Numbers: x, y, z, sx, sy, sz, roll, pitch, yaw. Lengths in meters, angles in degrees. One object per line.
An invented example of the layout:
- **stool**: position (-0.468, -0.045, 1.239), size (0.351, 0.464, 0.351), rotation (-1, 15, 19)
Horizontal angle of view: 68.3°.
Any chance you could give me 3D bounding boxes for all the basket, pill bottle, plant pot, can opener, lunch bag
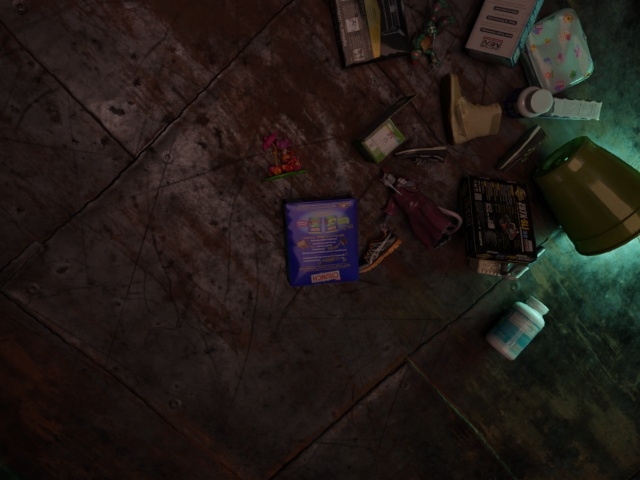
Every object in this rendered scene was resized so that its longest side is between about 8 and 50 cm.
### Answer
- **basket**: position (0.670, 0.048, 1.895), size (0.103, 0.113, 0.167), rotation (5, 103, -6)
- **pill bottle**: position (0.760, -0.508, 1.737), size (0.111, 0.187, 0.112), rotation (-2, 103, -8)
- **plant pot**: position (1.019, -0.194, 1.790), size (0.366, 0.366, 0.353), rotation (-44, 94, 3)
- **can opener**: position (0.800, 0.069, 1.866), size (0.283, 0.076, 0.095), rotation (-29, 122, -35)
- **pill bottle**: position (0.826, 0.360, 1.972), size (0.146, 0.146, 0.264), rotation (39, 94, -15)
- **lunch bag**: position (0.856, -0.693, 1.748), size (0.224, 0.108, 0.279), rotation (-27, 104, 4)

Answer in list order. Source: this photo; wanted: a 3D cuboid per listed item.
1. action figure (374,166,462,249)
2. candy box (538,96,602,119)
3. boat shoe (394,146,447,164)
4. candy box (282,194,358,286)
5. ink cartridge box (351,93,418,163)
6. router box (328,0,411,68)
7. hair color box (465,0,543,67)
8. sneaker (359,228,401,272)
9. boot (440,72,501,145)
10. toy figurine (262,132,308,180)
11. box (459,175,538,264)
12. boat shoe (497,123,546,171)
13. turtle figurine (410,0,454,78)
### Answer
- **action figure**: position (0.360, -0.146, 1.763), size (0.275, 0.248, 0.370), rotation (-33, 79, -36)
- **candy box**: position (0.911, -0.495, 1.774), size (0.196, 0.165, 0.070), rotation (1, 105, -10)
- **boat shoe**: position (0.382, -0.317, 1.784), size (0.206, 0.075, 0.065), rotation (-7, 101, -12)
- **candy box**: position (0.000, 0.000, 1.776), size (0.268, 0.122, 0.317), rotation (-4, 103, -9)
- **ink cartridge box**: position (0.248, -0.398, 1.684), size (0.255, 0.189, 0.097), rotation (-41, 105, 2)
- **router box**: position (0.166, -0.780, 1.638), size (0.242, 0.081, 0.309), rotation (-14, 105, -5)
- **hair color box**: position (0.666, -0.808, 1.657), size (0.173, 0.105, 0.347), rotation (27, 100, 25)
- **sneaker**: position (0.212, 0.044, 1.845), size (0.215, 0.084, 0.083), rotation (-41, 96, -3)
- **boot**: position (0.562, -0.502, 1.756), size (0.203, 0.095, 0.262), rotation (-14, 106, -5)
- **toy figurine**: position (-0.140, -0.309, 1.698), size (0.173, 0.130, 0.159), rotation (-16, 96, -27)
- **box**: position (0.673, -0.079, 1.796), size (0.257, 0.079, 0.322), rotation (7, 67, -12)
- **boat shoe**: position (0.786, -0.346, 1.833), size (0.068, 0.081, 0.228), rotation (42, 91, -11)
- **turtle figurine**: position (0.382, -0.708, 1.660), size (0.118, 0.175, 0.234), rotation (26, 86, 23)
